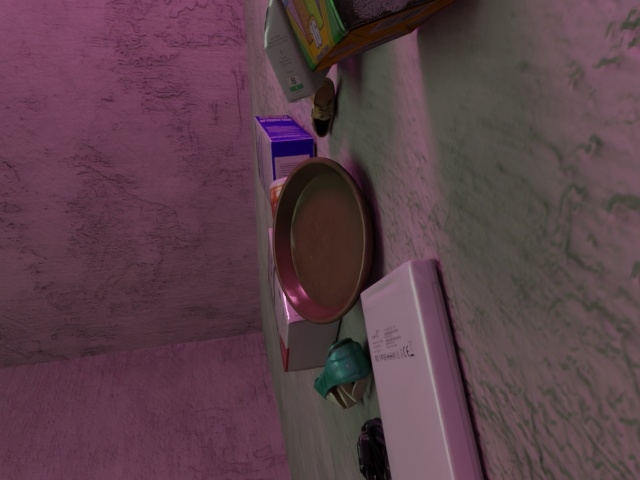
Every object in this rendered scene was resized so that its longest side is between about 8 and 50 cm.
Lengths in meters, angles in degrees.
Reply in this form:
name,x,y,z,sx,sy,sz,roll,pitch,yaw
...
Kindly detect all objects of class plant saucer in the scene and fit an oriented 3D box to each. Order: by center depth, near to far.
name,x,y,z,sx,sy,sz,roll,pitch,yaw
plant saucer,0.000,0.000,0.767,0.277,0.041,0.278,4,94,54

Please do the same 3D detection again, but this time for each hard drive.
name,x,y,z,sx,sy,sz,roll,pitch,yaw
hard drive,0.113,0.196,0.538,0.203,0.040,0.308,121,141,-70

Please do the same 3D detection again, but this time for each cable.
name,x,y,z,sx,sy,sz,roll,pitch,yaw
cable,0.102,0.365,0.679,0.150,0.047,0.185,135,133,-68

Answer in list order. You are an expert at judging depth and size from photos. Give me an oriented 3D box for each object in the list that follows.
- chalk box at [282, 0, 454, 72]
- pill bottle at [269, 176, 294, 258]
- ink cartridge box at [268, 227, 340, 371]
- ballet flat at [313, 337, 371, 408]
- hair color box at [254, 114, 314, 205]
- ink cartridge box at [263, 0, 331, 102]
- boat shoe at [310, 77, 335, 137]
name,x,y,z,sx,sy,sz,roll,pitch,yaw
chalk box,0.020,-0.286,0.399,0.213,0.132,0.132,68,170,-11
pill bottle,-0.035,-0.017,0.932,0.121,0.121,0.216,148,116,-76
ink cartridge box,-0.050,0.131,1.074,0.207,0.117,0.283,97,162,-45
ballet flat,0.039,0.261,0.828,0.087,0.083,0.247,62,160,26
hair color box,-0.098,-0.205,1.171,0.339,0.109,0.185,-123,29,-61
ink cartridge box,-0.050,-0.345,0.677,0.225,0.056,0.181,62,-152,-30
boat shoe,0.006,-0.239,0.827,0.135,0.050,0.045,89,168,-69
